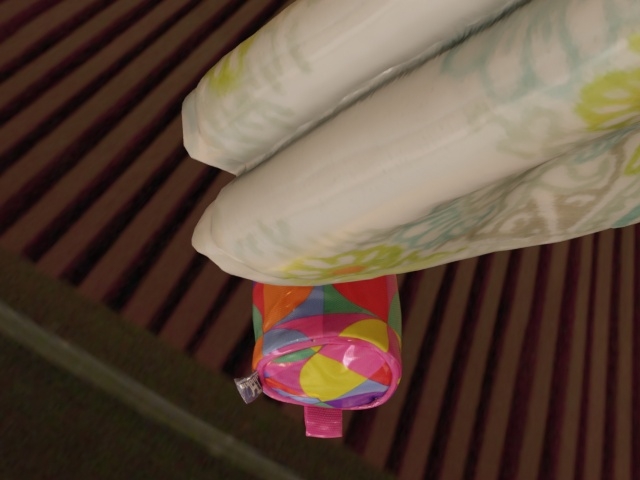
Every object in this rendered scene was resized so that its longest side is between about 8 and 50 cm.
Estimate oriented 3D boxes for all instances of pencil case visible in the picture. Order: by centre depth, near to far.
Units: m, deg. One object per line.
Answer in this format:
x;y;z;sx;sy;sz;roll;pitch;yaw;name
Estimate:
0.000;0.000;1.002;0.104;0.236;0.104;0;146;0;pencil case

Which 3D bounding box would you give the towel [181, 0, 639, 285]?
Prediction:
0.172;-0.084;0.486;0.374;0.320;0.090;-27;79;49;towel
